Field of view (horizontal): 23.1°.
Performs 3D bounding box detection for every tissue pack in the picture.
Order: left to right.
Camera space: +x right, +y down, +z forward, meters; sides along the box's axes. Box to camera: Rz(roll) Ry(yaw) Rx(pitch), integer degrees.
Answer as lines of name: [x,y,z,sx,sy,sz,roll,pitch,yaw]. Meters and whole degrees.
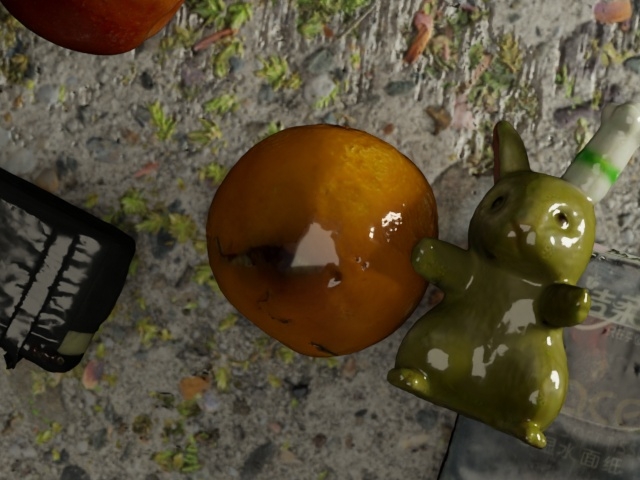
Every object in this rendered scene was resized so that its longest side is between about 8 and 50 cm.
tissue pack: [0.282,0.183,1.702,0.259,0.122,0.361,18,102,6]

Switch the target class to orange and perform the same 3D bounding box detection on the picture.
orange: [0.000,0.000,1.631,0.246,0.246,0.246,1,99,4]

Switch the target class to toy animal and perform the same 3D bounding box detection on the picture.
toy animal: [0.194,0.020,1.550,0.181,0.180,0.363,18,99,16]

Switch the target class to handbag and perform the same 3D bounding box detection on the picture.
handbag: [-0.343,0.027,1.700,0.254,0.181,0.181,27,93,1]

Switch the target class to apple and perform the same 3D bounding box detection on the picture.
apple: [-0.229,-0.302,1.618,0.201,0.218,0.218,40,100,-7]
